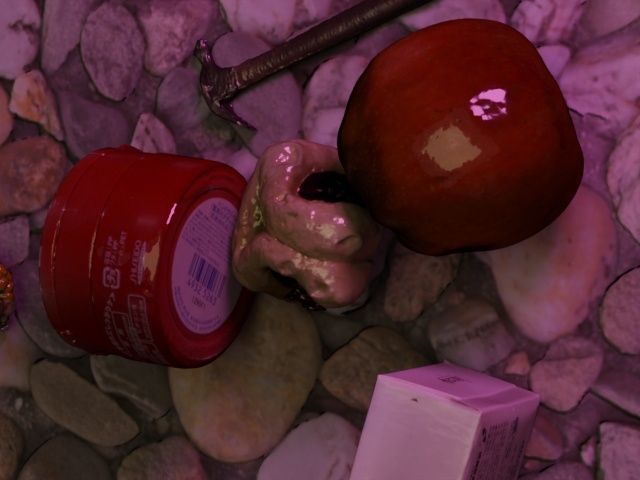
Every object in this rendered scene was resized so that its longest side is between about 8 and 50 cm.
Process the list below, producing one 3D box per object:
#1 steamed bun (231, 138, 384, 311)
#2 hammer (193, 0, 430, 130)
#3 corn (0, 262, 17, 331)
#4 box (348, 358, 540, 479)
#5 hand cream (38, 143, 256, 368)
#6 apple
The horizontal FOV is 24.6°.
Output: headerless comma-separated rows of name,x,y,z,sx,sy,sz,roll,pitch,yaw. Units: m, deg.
steamed bun,0.000,0.000,1.460,0.172,0.141,0.155,-71,23,12
hammer,-0.001,-0.215,1.558,0.297,0.027,0.125,-25,79,21
corn,-0.489,0.006,1.729,0.313,0.102,0.102,32,101,22
box,0.101,0.265,1.405,0.116,0.203,0.274,17,96,23
hand cream,-0.171,0.018,1.521,0.149,0.230,0.230,10,93,27
apple,0.128,-0.092,1.386,0.230,0.230,0.229,-1,88,24
